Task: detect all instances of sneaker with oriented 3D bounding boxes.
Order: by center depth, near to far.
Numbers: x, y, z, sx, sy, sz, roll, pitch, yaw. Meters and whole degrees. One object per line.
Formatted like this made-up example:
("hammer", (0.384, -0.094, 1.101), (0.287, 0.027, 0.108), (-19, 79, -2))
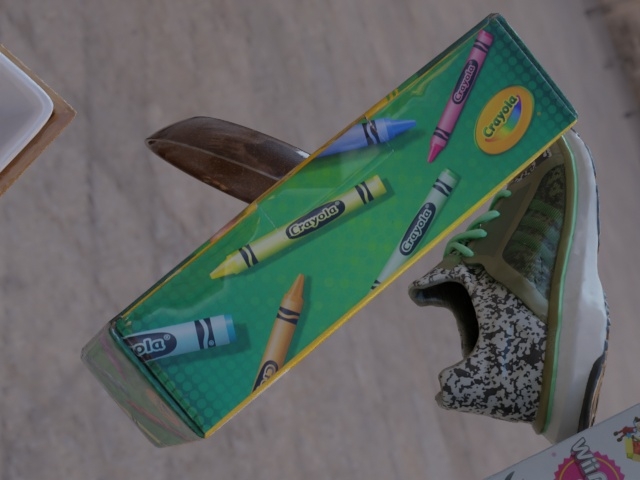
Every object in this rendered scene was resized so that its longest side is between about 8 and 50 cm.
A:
("sneaker", (0.179, 0.019, 1.660), (0.158, 0.182, 0.410), (97, -3, -45))

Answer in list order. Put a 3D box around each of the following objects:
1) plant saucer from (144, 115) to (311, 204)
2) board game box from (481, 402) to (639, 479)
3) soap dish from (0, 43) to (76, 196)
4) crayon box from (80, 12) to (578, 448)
("plant saucer", (-0.042, -0.053, 1.327), (0.036, 0.199, 0.198), (-68, 159, -6))
("board game box", (0.199, 0.243, 1.442), (0.097, 0.303, 0.224), (61, -9, 16))
("soap dish", (-0.415, -0.129, 1.573), (0.291, 0.229, 0.118), (41, -16, -5))
("crayon box", (0.000, 0.000, 0.955), (0.081, 0.278, 0.165), (51, -16, -2))
